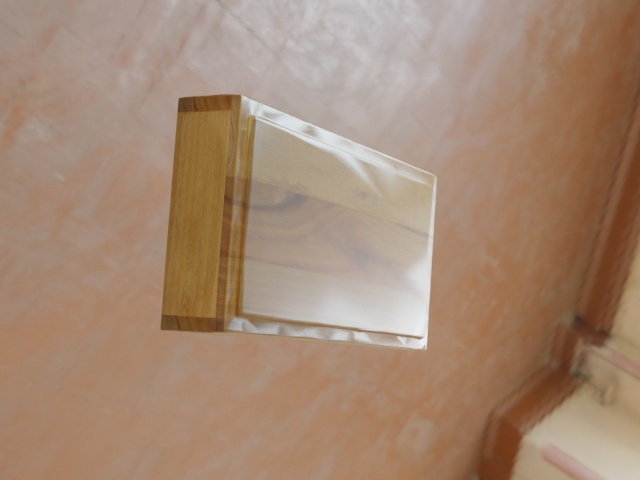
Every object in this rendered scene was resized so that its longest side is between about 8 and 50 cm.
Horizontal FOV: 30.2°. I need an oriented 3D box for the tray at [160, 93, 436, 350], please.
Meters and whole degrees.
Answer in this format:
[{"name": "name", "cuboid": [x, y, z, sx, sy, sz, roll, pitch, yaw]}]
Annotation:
[{"name": "tray", "cuboid": [0.000, 0.000, 1.180, 0.411, 0.076, 0.203, 13, 79, -59]}]
